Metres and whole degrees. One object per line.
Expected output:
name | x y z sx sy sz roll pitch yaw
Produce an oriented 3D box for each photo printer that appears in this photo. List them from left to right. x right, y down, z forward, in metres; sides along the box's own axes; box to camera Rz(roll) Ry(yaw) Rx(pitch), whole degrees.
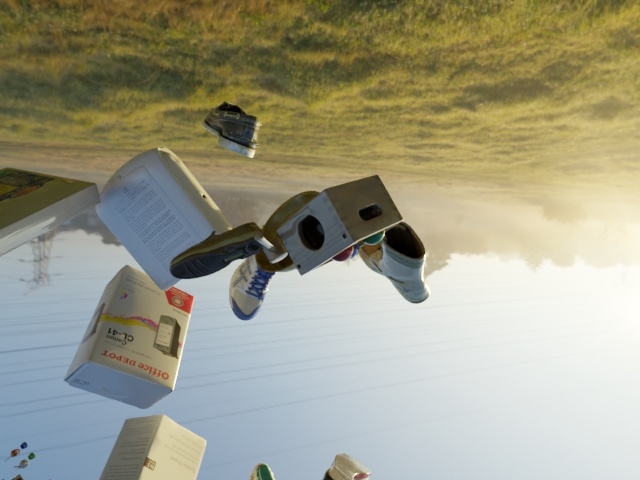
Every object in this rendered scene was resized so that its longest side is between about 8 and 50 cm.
photo printer | -0.396 -0.059 1.024 0.256 0.308 0.107 -35 -171 16

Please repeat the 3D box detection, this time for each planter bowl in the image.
planter bowl | -0.043 -0.002 0.933 0.217 0.217 0.090 8 155 50

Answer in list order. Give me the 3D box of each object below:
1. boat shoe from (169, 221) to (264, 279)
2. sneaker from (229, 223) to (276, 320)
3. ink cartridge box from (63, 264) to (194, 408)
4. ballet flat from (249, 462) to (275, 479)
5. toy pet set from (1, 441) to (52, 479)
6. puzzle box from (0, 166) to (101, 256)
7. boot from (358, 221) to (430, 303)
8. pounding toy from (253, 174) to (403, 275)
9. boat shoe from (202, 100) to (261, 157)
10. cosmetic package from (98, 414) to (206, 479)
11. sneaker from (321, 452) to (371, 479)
boat shoe | -0.205 0.015 0.799 0.189 0.068 0.072 -19 -126 -16
sneaker | -0.177 0.084 1.158 0.111 0.297 0.131 19 169 -23
ink cartridge box | -0.484 0.249 1.075 0.226 0.131 0.306 35 -150 -31
ballet flat | -0.163 0.837 1.285 0.091 0.241 0.077 13 132 -46
toy pet set | -0.705 0.556 0.931 0.114 0.122 0.065 -39 176 14
puzzle box | -0.685 -0.035 0.784 0.271 0.052 0.409 11 -148 15
boot | 0.140 0.015 0.833 0.077 0.165 0.213 -34 -129 -11
pounding toy | -0.009 0.005 0.617 0.181 0.094 0.206 -22 171 -45
boat shoe | -0.218 -0.289 1.005 0.109 0.091 0.305 14 -162 -32
cosmetic package | -0.473 0.693 1.065 0.156 0.217 0.385 -17 -139 21
sneaker | 0.036 0.590 0.929 0.090 0.145 0.270 23 170 22
